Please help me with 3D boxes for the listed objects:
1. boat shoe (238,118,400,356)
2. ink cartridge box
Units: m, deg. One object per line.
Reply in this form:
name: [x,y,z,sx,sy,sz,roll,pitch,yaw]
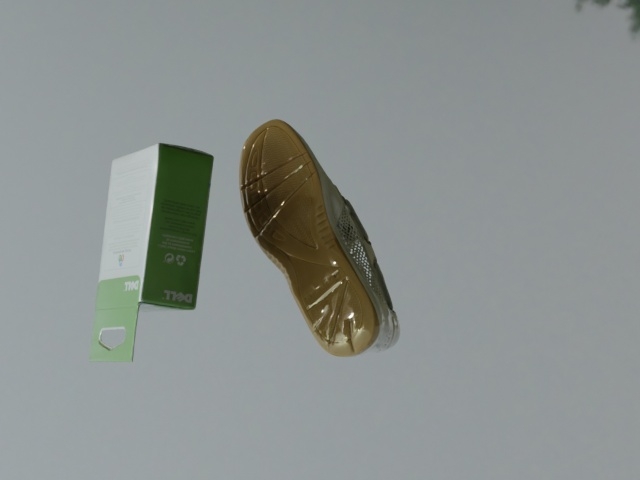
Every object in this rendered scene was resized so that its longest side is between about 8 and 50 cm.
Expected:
boat shoe: [0.000,0.000,1.086,0.096,0.098,0.277,14,-132,-56]
ink cartridge box: [-0.167,0.018,1.016,0.062,0.209,0.109,12,169,-34]
